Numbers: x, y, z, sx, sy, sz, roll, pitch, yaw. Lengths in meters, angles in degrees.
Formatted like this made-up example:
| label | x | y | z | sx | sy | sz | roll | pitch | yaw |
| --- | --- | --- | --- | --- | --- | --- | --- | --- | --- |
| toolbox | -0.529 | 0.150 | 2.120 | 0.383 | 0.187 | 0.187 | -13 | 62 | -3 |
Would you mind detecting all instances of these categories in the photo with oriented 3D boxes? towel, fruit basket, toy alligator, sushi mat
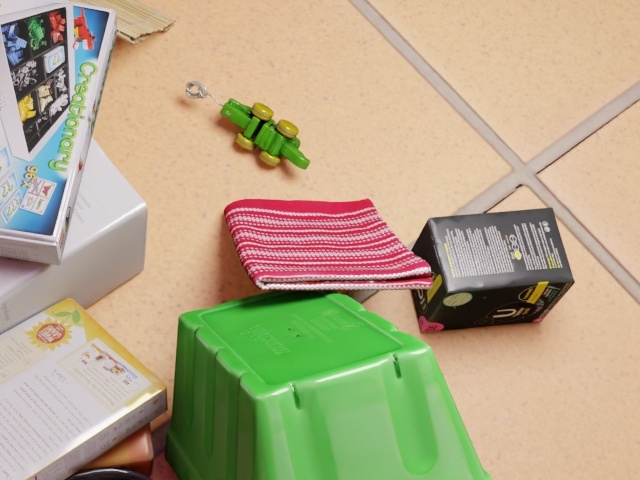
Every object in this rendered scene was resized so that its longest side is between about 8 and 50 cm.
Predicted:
| label | x | y | z | sx | sy | sz | roll | pitch | yaw |
| --- | --- | --- | --- | --- | --- | --- | --- | --- | --- |
| towel | 0.000 | 0.000 | 1.269 | 0.199 | 0.275 | 0.031 | 0 | 107 | -11 |
| fruit basket | 0.018 | 0.250 | 1.108 | 0.283 | 0.392 | 0.392 | -14 | 66 | -18 |
| toy alligator | -0.086 | -0.151 | 1.422 | 0.190 | 0.056 | 0.051 | 35 | 20 | 9 |
| sushi mat | -0.347 | -0.339 | 1.438 | 0.317 | 0.019 | 0.151 | 28 | 21 | 4 |

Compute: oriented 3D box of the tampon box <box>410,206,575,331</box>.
| label | x | y | z | sx | sy | sz | roll | pitch | yaw |
| --- | --- | --- | --- | --- | --- | --- | --- | --- | --- |
| tampon box | 0.200 | 0.037 | 1.336 | 0.161 | 0.120 | 0.101 | -5 | 63 | -13 |

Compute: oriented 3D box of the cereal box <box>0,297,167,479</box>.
| label | x | y | z | sx | sy | sz | roll | pitch | yaw |
| --- | --- | --- | --- | --- | --- | --- | --- | --- | --- |
| cereal box | -0.300 | 0.171 | 1.117 | 0.240 | 0.047 | 0.173 | -31 | 55 | -33 |

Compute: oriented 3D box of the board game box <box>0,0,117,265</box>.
| label | x | y | z | sx | sy | sz | roll | pitch | yaw |
| --- | --- | --- | --- | --- | --- | --- | --- | --- | --- |
| board game box | -0.337 | -0.130 | 1.164 | 0.193 | 0.053 | 0.305 | 9 | 60 | -4 |

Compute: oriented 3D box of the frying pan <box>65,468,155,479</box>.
| label | x | y | z | sx | sy | sz | roll | pitch | yaw |
| --- | --- | --- | --- | --- | --- | --- | --- | --- | --- |
| frying pan | -0.200 | 0.375 | 1.059 | 0.197 | 0.053 | 0.326 | 8 | 54 | -21 |

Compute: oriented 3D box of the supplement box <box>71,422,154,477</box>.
| label | x | y | z | sx | sy | sz | roll | pitch | yaw |
| --- | --- | --- | --- | --- | --- | --- | --- | --- | --- |
| supplement box | -0.297 | 0.220 | 1.168 | 0.233 | 0.080 | 0.078 | -4 | 62 | -15 |

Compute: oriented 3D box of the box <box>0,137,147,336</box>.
| label | x | y | z | sx | sy | sz | roll | pitch | yaw |
| --- | --- | --- | --- | --- | --- | --- | --- | --- | --- |
| box | -0.390 | 0.012 | 1.206 | 0.345 | 0.168 | 0.215 | -34 | 73 | -24 |
